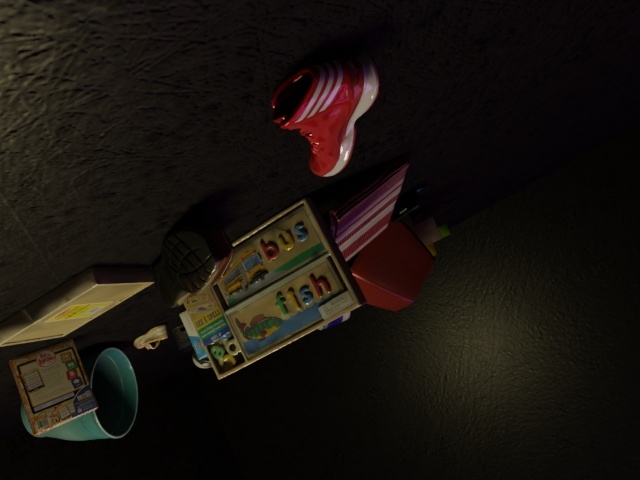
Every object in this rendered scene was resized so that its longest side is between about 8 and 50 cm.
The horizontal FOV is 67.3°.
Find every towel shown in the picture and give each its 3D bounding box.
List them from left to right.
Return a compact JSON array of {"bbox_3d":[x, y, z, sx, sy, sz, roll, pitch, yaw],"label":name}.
[{"bbox_3d":[0.109,-0.054,1.221,0.237,0.037,0.329,-38,161,-18],"label":"towel"}]

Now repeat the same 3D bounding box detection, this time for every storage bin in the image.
[{"bbox_3d":[-0.510,0.377,1.910,0.122,0.084,0.180,-24,168,-16],"label":"storage bin"}]

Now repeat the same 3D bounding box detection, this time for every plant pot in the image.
[{"bbox_3d":[-0.749,0.492,1.486,0.255,0.271,0.271,-13,169,4],"label":"plant pot"},{"bbox_3d":[0.226,0.093,1.636,0.267,0.236,0.267,-58,180,-20],"label":"plant pot"}]

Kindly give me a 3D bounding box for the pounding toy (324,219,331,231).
[{"bbox_3d":[0.009,-0.007,1.345,0.181,0.094,0.206,-46,166,33],"label":"pounding toy"}]

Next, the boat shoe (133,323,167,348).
[{"bbox_3d":[-0.585,0.346,1.658,0.170,0.059,0.063,-34,167,34],"label":"boat shoe"}]

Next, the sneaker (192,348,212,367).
[{"bbox_3d":[-0.358,0.385,1.868,0.147,0.145,0.385,-53,172,33],"label":"sneaker"}]

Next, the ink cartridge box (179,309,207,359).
[{"bbox_3d":[-0.318,0.272,1.645,0.233,0.171,0.168,-27,169,4],"label":"ink cartridge box"}]

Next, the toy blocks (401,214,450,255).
[{"bbox_3d":[0.299,0.020,1.977,0.381,0.190,0.261,-23,179,-22],"label":"toy blocks"}]

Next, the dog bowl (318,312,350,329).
[{"bbox_3d":[-0.004,0.168,1.646,0.104,0.264,0.265,-21,168,-16],"label":"dog bowl"}]

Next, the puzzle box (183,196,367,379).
[{"bbox_3d":[-0.129,0.114,1.111,0.409,0.272,0.052,-31,169,18],"label":"puzzle box"}]

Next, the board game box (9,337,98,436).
[{"bbox_3d":[-0.667,0.363,1.205,0.147,0.193,0.045,-16,165,-40],"label":"board game box"}]

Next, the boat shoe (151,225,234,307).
[{"bbox_3d":[-0.240,0.040,0.951,0.120,0.122,0.324,-25,178,-36],"label":"boat shoe"}]

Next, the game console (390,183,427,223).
[{"bbox_3d":[0.281,-0.116,1.520,0.071,0.107,0.122,16,144,-31],"label":"game console"}]

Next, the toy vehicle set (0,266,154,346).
[{"bbox_3d":[-0.489,0.130,0.958,0.267,0.035,0.166,-29,168,13],"label":"toy vehicle set"}]

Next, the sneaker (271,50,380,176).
[{"bbox_3d":[-0.016,-0.161,0.654,0.128,0.087,0.221,-13,152,-23],"label":"sneaker"}]
